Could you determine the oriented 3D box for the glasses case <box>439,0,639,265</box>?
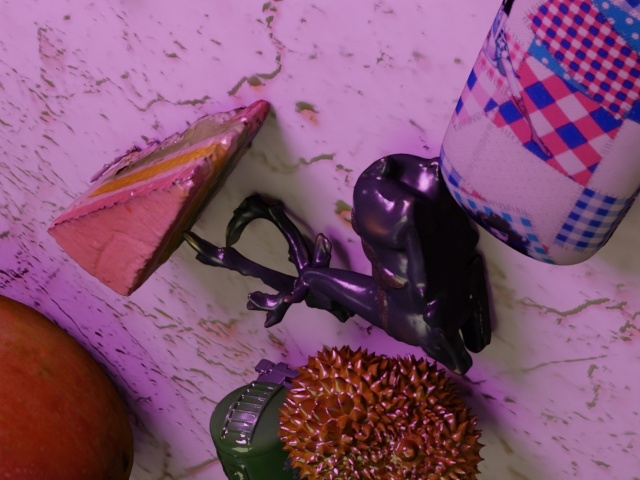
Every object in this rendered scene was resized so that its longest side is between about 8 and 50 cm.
[{"bbox_3d":[0.158,-0.097,0.979,0.125,0.076,0.327,34,146,9],"label":"glasses case"}]

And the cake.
[{"bbox_3d":[-0.112,-0.029,1.293,0.090,0.109,0.225,53,146,-13],"label":"cake"}]

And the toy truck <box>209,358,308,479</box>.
[{"bbox_3d":[-0.018,0.214,1.460,0.101,0.125,0.243,13,138,34],"label":"toy truck"}]

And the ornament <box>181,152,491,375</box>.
[{"bbox_3d":[0.000,0.000,1.242,0.236,0.080,0.202,15,142,34],"label":"ornament"}]

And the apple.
[{"bbox_3d":[-0.352,0.219,1.617,0.339,0.339,0.340,26,143,22],"label":"apple"}]

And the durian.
[{"bbox_3d":[0.043,0.148,1.317,0.158,0.137,0.168,39,171,-16],"label":"durian"}]
